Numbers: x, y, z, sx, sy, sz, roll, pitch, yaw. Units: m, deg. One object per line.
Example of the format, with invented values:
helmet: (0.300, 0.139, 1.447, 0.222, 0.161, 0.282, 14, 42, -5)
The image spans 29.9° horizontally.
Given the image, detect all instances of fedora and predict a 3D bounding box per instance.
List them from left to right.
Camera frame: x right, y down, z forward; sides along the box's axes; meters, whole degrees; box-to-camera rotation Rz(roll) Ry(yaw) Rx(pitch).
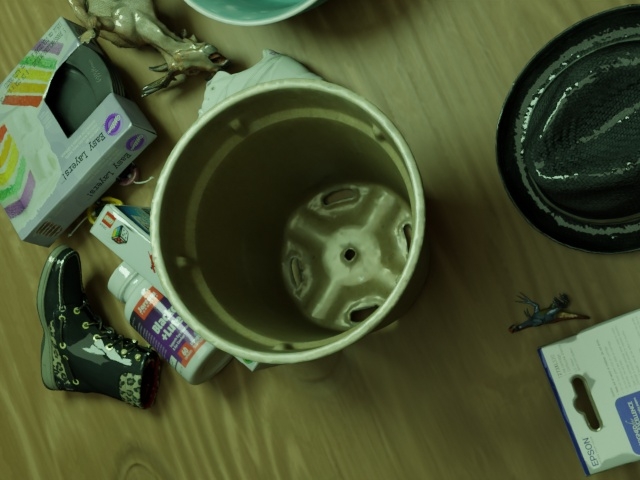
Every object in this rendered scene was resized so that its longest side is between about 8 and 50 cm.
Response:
fedora: (0.361, -0.141, 1.465, 0.334, 0.152, 0.334, 0, 89, 22)

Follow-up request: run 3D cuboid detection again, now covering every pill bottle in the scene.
pill bottle: (-0.212, 0.106, 1.718, 0.193, 0.108, 0.108, 42, 104, 17)

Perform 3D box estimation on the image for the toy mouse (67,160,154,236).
toy mouse: (-0.324, -0.097, 1.805, 0.161, 0.031, 0.143, -21, 78, 18)

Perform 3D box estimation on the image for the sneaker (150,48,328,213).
sneaker: (-0.130, -0.141, 1.669, 0.305, 0.114, 0.152, -43, 66, -10)

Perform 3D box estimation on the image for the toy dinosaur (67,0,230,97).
toy dinosaur: (-0.282, -0.315, 1.740, 0.127, 0.200, 0.295, -47, 52, 0)

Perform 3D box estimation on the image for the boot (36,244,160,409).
boot: (-0.322, 0.131, 1.762, 0.178, 0.085, 0.236, 13, 113, 19)

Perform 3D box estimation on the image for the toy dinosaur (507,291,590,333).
toy dinosaur: (0.287, 0.104, 1.555, 0.090, 0.047, 0.082, 41, 123, 7)

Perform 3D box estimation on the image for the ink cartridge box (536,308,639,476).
ink cartridge box: (0.470, 0.148, 1.466, 0.370, 0.069, 0.176, -23, 82, 18)

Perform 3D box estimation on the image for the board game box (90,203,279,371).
board game box: (-0.151, 0.059, 1.648, 0.305, 0.193, 0.053, 39, 103, 18)

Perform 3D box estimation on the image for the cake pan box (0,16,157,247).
cake pan box: (-0.393, -0.165, 1.791, 0.267, 0.070, 0.246, -42, 64, 16)

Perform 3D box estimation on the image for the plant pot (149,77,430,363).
plant pot: (0.000, 0.000, 1.512, 0.333, 0.305, 0.334, -3, 80, 16)

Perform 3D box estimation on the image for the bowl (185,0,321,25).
bowl: (-0.054, -0.434, 1.628, 0.311, 0.163, 0.312, 0, 90, 23)
